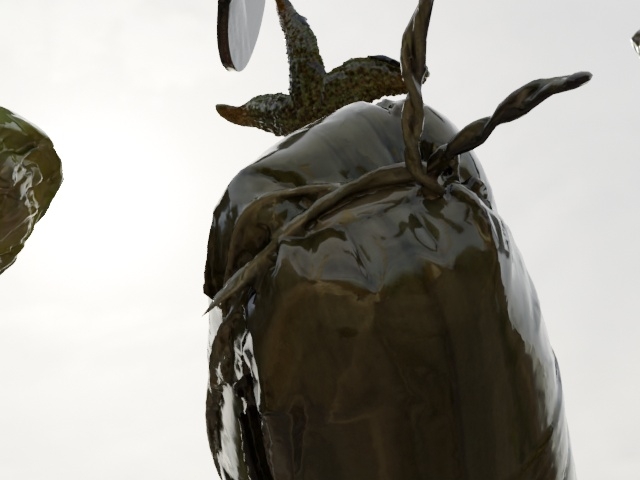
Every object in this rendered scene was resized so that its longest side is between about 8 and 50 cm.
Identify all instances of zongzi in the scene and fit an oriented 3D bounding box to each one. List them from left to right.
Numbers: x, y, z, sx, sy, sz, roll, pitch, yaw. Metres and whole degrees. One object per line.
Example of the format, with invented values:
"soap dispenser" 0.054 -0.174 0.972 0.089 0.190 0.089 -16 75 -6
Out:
"zongzi" -0.020 0.009 1.088 0.218 0.467 0.500 -27 -48 -13

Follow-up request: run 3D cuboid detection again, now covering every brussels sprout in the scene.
"brussels sprout" -0.262 -0.042 1.185 0.149 0.122 0.152 -32 -26 -55

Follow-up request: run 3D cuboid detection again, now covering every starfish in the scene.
"starfish" 0.004 -0.088 1.357 0.208 0.176 0.053 22 30 32

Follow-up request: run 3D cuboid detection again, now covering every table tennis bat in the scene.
"table tennis bat" -0.073 -0.243 1.586 0.019 0.130 0.220 12 -28 9

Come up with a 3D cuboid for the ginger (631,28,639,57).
"ginger" 0.348 -0.129 1.056 0.333 0.080 0.166 -3 23 24
